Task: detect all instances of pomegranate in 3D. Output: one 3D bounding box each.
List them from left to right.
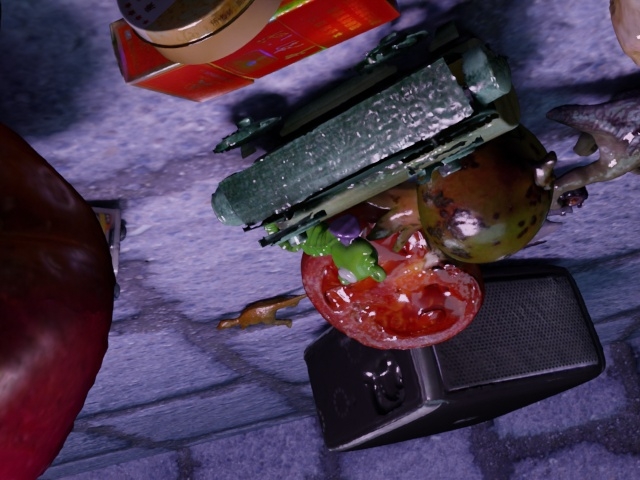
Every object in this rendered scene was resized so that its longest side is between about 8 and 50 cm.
[{"bbox_3d":[0.138,-0.053,0.847,0.220,0.156,0.156,-3,164,20],"label":"pomegranate"}]

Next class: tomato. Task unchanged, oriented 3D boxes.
[{"bbox_3d":[0.090,0.028,1.046,0.200,0.140,0.233,-33,118,30],"label":"tomato"}]

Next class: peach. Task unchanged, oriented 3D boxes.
[{"bbox_3d":[-0.356,0.056,0.581,0.353,0.339,0.416,23,147,-25],"label":"peach"}]

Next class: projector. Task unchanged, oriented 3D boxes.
[{"bbox_3d":[0.234,0.212,1.485,0.405,0.242,0.395,-3,156,-29],"label":"projector"}]

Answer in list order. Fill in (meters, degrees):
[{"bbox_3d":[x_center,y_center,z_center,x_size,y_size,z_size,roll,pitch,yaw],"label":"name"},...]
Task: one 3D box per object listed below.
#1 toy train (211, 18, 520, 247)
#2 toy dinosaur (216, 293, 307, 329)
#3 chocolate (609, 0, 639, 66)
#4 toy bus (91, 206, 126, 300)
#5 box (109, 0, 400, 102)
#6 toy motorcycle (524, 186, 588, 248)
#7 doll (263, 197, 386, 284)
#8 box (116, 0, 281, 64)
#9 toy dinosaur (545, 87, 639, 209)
[{"bbox_3d":[0.038,-0.100,0.738,0.307,0.126,0.189,-26,-171,31],"label":"toy train"},{"bbox_3d":[-0.091,0.112,1.305,0.126,0.039,0.162,-3,157,-22],"label":"toy dinosaur"},{"bbox_3d":[0.305,-0.226,0.511,0.134,0.134,0.309,-3,154,-25],"label":"chocolate"},{"bbox_3d":[-0.289,0.046,0.936,0.106,0.092,0.268,6,155,-20],"label":"toy bus"},{"bbox_3d":[-0.041,-0.152,0.561,0.175,0.048,0.112,-20,177,19],"label":"box"},{"bbox_3d":[0.250,-0.026,1.086,0.122,0.080,0.215,1,160,-34],"label":"toy motorcycle"},{"bbox_3d":[0.000,0.000,0.911,0.050,0.190,0.115,-40,138,-28],"label":"doll"},{"bbox_3d":[-0.070,-0.157,0.485,0.105,0.106,0.037,-20,150,19],"label":"box"},{"bbox_3d":[0.357,-0.125,0.898,0.294,0.077,0.162,-21,160,-22],"label":"toy dinosaur"}]
